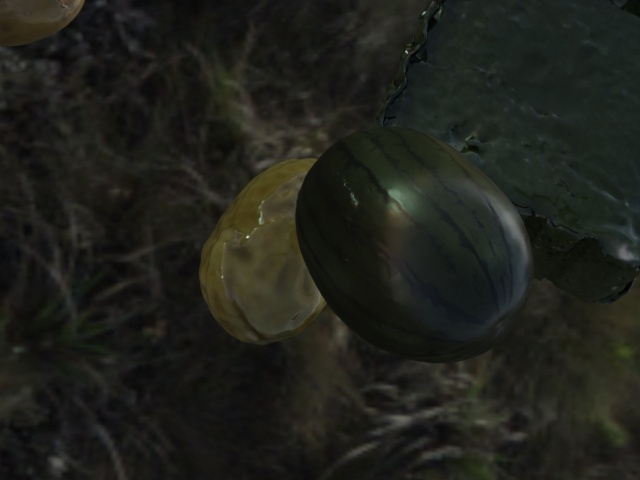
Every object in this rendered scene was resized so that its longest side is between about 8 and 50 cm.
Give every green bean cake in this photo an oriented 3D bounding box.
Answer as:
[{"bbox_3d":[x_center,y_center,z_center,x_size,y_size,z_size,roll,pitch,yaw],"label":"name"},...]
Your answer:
[{"bbox_3d":[0.179,-0.099,1.184,0.255,0.132,0.241,24,65,0],"label":"green bean cake"}]

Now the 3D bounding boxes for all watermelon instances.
[{"bbox_3d":[0.032,0.000,0.554,0.078,0.111,0.078,-14,126,-20],"label":"watermelon"}]

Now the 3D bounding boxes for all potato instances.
[{"bbox_3d":[-0.315,-0.249,1.486,0.118,0.178,0.109,-81,161,-46],"label":"potato"}]

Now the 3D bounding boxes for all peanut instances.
[{"bbox_3d":[0.000,0.000,1.292,0.305,0.147,0.147,-13,96,-58],"label":"peanut"}]
